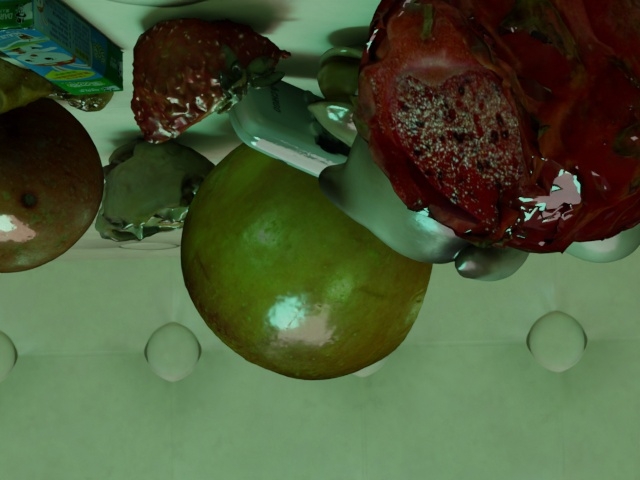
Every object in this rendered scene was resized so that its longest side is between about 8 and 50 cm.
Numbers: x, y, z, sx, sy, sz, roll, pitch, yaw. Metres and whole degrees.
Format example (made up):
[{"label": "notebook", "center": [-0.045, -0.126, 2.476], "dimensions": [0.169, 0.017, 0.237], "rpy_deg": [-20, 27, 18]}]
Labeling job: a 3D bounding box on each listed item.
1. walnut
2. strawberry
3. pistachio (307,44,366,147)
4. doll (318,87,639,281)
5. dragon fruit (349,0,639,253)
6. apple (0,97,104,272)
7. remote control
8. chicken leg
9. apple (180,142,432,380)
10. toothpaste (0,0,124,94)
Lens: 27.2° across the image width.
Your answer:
[{"label": "walnut", "center": [-0.238, -0.082, 1.980], "dimensions": [0.204, 0.141, 0.238], "rpy_deg": [-12, 175, -16]}, {"label": "strawberry", "center": [-0.137, -0.182, 1.373], "dimensions": [0.175, 0.107, 0.236], "rpy_deg": [-40, -164, -30]}, {"label": "pistachio", "center": [0.076, -0.153, 1.485], "dimensions": [0.144, 0.144, 0.215], "rpy_deg": [-8, 161, 45]}, {"label": "doll", "center": [0.208, -0.077, 1.368], "dimensions": [0.370, 0.226, 0.215], "rpy_deg": [-14, 161, -19]}, {"label": "dragon fruit", "center": [0.188, -0.126, 1.110], "dimensions": [0.301, 0.296, 0.295], "rpy_deg": [-1, 174, -30]}, {"label": "apple", "center": [-0.396, -0.078, 1.604], "dimensions": [0.253, 0.254, 0.253], "rpy_deg": [-1, 173, 0]}, {"label": "remote control", "center": [0.027, -0.115, 1.574], "dimensions": [0.296, 0.056, 0.140], "rpy_deg": [22, -152, -22]}, {"label": "chicken leg", "center": [-0.347, -0.172, 1.468], "dimensions": [0.251, 0.107, 0.087], "rpy_deg": [-5, 134, -38]}, {"label": "apple", "center": [0.000, 0.000, 1.848], "dimensions": [0.374, 0.374, 0.384], "rpy_deg": [-5, 179, 31]}, {"label": "toothpaste", "center": [-0.270, -0.201, 1.345], "dimensions": [0.065, 0.050, 0.266], "rpy_deg": [-5, 173, 9]}]
